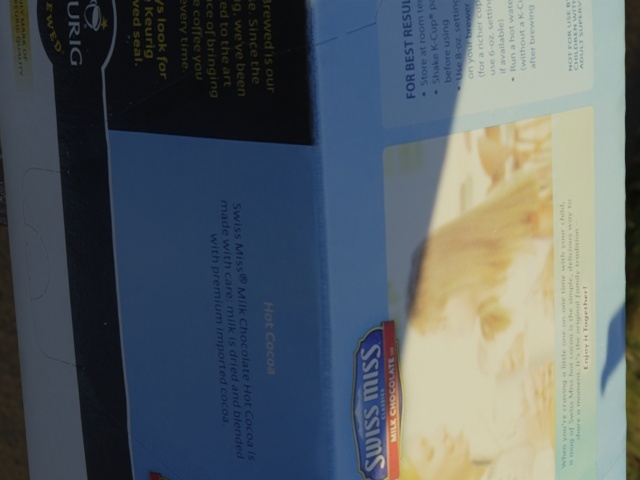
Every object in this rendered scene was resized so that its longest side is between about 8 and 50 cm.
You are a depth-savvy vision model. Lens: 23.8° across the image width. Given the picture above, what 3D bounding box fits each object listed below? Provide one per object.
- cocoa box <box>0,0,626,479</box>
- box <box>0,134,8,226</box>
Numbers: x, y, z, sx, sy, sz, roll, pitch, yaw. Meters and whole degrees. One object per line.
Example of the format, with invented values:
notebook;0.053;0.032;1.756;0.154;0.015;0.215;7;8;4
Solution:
cocoa box;0.000;0.000;0.753;0.231;0.228;0.347;-14;106;-45
box;-0.164;-0.254;1.155;0.297;0.472;0.480;14;82;-15
